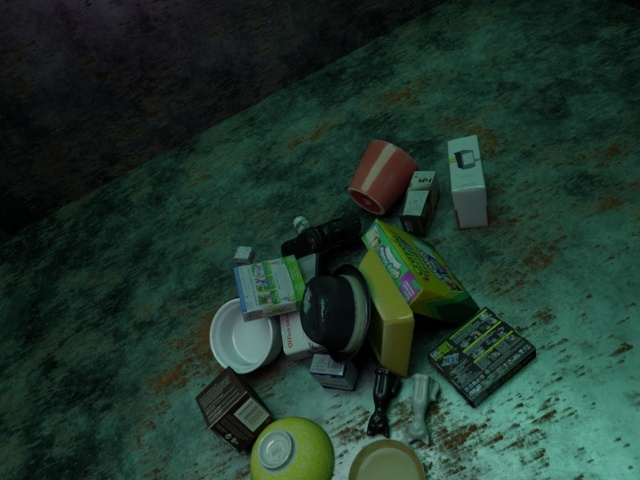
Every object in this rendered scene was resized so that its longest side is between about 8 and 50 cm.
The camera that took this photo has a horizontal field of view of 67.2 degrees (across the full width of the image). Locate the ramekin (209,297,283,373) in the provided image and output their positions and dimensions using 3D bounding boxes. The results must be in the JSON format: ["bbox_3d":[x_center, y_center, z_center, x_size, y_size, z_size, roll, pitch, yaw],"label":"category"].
[{"bbox_3d":[-0.274,0.362,1.847,0.277,0.135,0.277,-4,79,23],"label":"ramekin"}]

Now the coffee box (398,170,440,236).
[{"bbox_3d":[0.418,-0.154,2.015,0.098,0.141,0.247,5,54,30],"label":"coffee box"}]

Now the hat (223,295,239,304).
[{"bbox_3d":[-0.277,0.225,2.115,0.208,0.184,0.173,29,41,-1],"label":"hat"}]

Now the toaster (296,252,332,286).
[{"bbox_3d":[-0.022,0.173,1.934,0.110,0.168,0.186,-16,45,17],"label":"toaster"}]

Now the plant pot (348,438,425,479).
[{"bbox_3d":[0.199,0.717,1.435,0.236,0.032,0.236,-15,46,16],"label":"plant pot"}]

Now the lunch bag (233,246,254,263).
[{"bbox_3d":[-0.363,0.068,2.278,0.083,0.053,0.071,4,55,18],"label":"lunch bag"}]

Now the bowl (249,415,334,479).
[{"bbox_3d":[-0.116,0.686,1.534,0.289,0.156,0.290,-15,47,16],"label":"bowl"}]

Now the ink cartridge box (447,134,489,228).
[{"bbox_3d":[0.594,-0.234,1.936,0.131,0.226,0.306,-9,47,18],"label":"ink cartridge box"}]

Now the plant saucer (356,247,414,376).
[{"bbox_3d":[0.197,0.252,1.628,0.080,0.333,0.333,-15,43,-12],"label":"plant saucer"}]

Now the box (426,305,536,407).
[{"bbox_3d":[0.518,0.370,1.560,0.270,0.060,0.216,-37,44,-8],"label":"box"}]

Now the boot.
[{"bbox_3d":[0.002,0.003,2.080,0.260,0.131,0.348,-24,-4,-35],"label":"boot"}]

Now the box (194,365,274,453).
[{"bbox_3d":[-0.301,0.584,1.675,0.167,0.168,0.203,-43,28,-13],"label":"box"}]

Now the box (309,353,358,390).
[{"bbox_3d":[0.049,0.457,1.664,0.126,0.137,0.072,-2,52,26],"label":"box"}]

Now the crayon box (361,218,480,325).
[{"bbox_3d":[0.345,0.110,1.692,0.106,0.313,0.363,-51,40,22],"label":"crayon box"}]

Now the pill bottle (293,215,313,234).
[{"bbox_3d":[-0.070,-0.049,2.214,0.078,0.078,0.137,-33,44,-4],"label":"pill bottle"}]

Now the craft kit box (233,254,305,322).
[{"bbox_3d":[-0.186,0.173,1.803,0.246,0.061,0.250,-13,42,-8],"label":"craft kit box"}]

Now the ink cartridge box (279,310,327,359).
[{"bbox_3d":[-0.002,0.310,1.797,0.272,0.115,0.198,-18,60,16],"label":"ink cartridge box"}]

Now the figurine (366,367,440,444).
[{"bbox_3d":[0.261,0.534,1.538,0.214,0.092,0.210,1,60,27],"label":"figurine"}]

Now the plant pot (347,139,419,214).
[{"bbox_3d":[0.262,-0.263,2.124,0.275,0.275,0.243,24,76,39],"label":"plant pot"}]

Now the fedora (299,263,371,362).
[{"bbox_3d":[0.029,0.229,1.582,0.334,0.152,0.334,-32,52,53],"label":"fedora"}]
